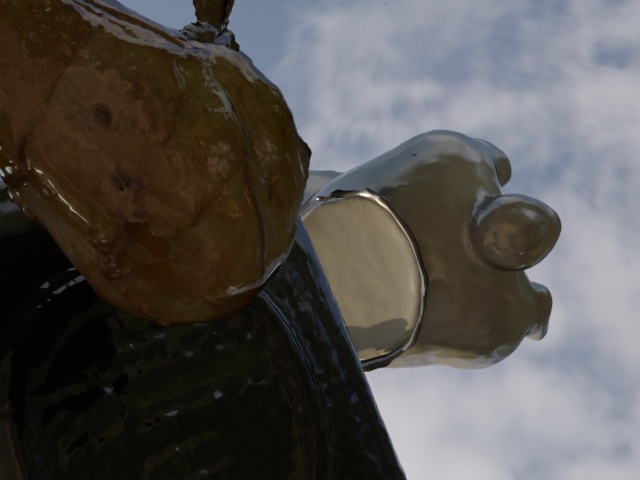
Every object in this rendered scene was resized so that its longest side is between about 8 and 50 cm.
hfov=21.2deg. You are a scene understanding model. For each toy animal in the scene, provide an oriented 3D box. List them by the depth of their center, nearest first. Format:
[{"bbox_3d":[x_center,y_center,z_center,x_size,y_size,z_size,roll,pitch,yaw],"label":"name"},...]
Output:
[{"bbox_3d":[0.002,0.007,1.142,0.325,0.154,0.208,22,-72,34],"label":"toy animal"}]

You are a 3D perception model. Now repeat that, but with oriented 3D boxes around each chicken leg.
[{"bbox_3d":[-0.085,-0.064,0.528,0.207,0.101,0.085,43,-44,-6],"label":"chicken leg"}]

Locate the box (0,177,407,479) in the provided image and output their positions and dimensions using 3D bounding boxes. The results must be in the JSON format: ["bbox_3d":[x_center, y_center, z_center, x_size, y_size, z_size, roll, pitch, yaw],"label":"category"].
[{"bbox_3d":[-0.062,0.061,0.586,0.042,0.212,0.201,-34,-103,46],"label":"box"}]
